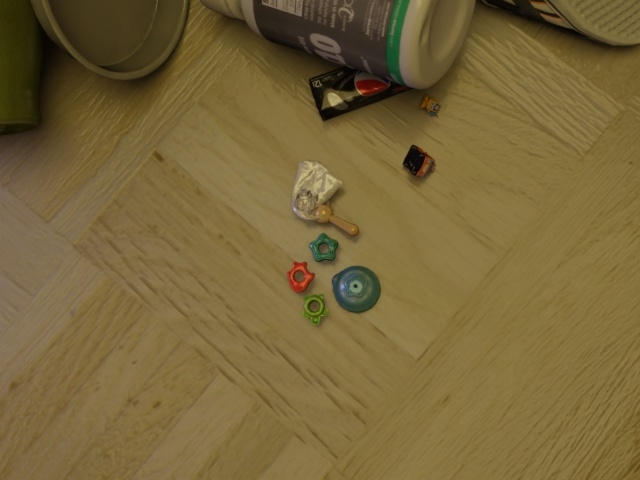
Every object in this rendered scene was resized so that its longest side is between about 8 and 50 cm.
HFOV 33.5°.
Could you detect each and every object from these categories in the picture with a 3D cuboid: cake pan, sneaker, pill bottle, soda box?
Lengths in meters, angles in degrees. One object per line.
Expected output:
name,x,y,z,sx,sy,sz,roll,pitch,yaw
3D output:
cake pan,-0.302,-0.373,1.505,0.054,0.293,0.293,3,81,35
sneaker,0.332,-0.377,1.536,0.321,0.127,0.126,24,87,-17
pill bottle,0.017,-0.355,1.474,0.361,0.204,0.204,23,84,23
soda box,0.071,-0.233,1.554,0.169,0.060,0.053,-20,80,0

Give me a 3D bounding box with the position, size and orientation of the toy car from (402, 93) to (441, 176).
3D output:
toy car,0.160,-0.148,1.541,0.041,0.060,0.122,19,90,-26

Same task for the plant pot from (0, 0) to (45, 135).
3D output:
plant pot,-0.538,-0.316,1.485,0.367,0.366,0.353,-8,94,2

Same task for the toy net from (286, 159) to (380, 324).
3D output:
toy net,0.000,0.000,1.537,0.122,0.045,0.232,-19,80,3
